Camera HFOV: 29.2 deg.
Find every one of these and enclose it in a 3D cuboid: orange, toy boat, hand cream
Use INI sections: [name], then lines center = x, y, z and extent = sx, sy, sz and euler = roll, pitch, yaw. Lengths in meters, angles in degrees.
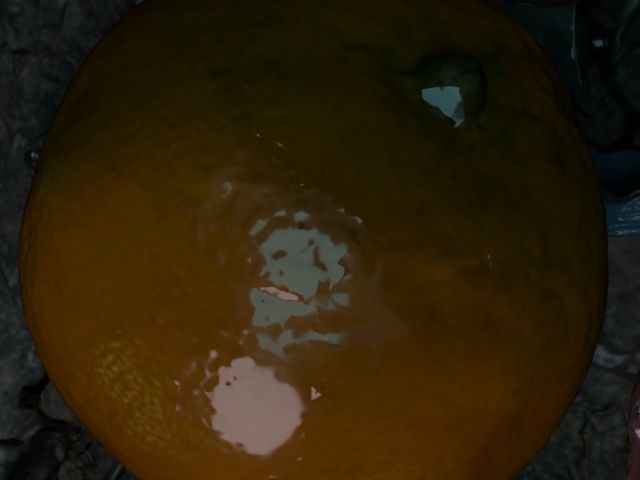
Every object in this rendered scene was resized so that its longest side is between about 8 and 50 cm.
[orange]
center = 0.000, 0.000, 0.643
extent = 0.312, 0.312, 0.312
euler = 2, 110, 6
[toy boat]
center = 0.155, -0.047, 0.751
extent = 0.185, 0.075, 0.077
euler = -1, 113, 38
[hand cream]
center = 0.053, -0.112, 0.764
extent = 0.248, 0.052, 0.075
euler = -4, 108, 8

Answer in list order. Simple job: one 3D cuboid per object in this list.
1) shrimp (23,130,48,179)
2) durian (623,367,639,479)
[shrimp]
center = -0.084, -0.015, 0.806
extent = 0.233, 0.079, 0.090
euler = 22, 73, -7
[durian]
center = 0.277, 0.080, 0.760
extent = 0.153, 0.186, 0.260
euler = 11, 123, 8
